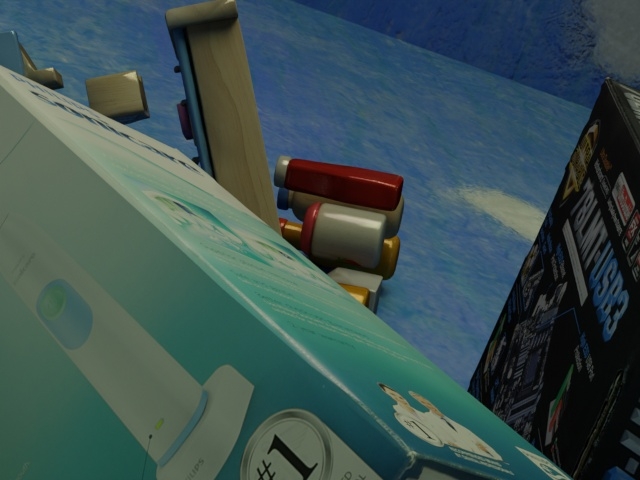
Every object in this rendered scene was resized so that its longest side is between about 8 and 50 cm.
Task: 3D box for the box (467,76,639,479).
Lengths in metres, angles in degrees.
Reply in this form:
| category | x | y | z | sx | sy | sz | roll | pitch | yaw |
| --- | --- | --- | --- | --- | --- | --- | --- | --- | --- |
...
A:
| category | x | y | z | sx | sy | sz | roll | pitch | yaw |
| --- | --- | --- | --- | --- | --- | --- | --- | --- | --- |
| box | 0.113 | 0.096 | 0.689 | 0.073 | 0.293 | 0.295 | 22 | 17 | -3 |

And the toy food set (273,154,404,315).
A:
| category | x | y | z | sx | sy | sz | roll | pitch | yaw |
| --- | --- | --- | --- | --- | --- | --- | --- | --- | --- |
| toy food set | 0.000 | 0.000 | 1.150 | 0.104 | 0.111 | 0.232 | 12 | 17 | 7 |

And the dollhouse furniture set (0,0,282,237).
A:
| category | x | y | z | sx | sy | sz | roll | pitch | yaw |
| --- | --- | --- | --- | --- | --- | --- | --- | --- | --- |
| dollhouse furniture set | -0.187 | -0.027 | 1.076 | 0.303 | 0.198 | 0.286 | -11 | -2 | -3 |

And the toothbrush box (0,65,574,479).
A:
| category | x | y | z | sx | sy | sz | roll | pitch | yaw |
| --- | --- | --- | --- | --- | --- | --- | --- | --- | --- |
| toothbrush box | -0.077 | 0.096 | 0.564 | 0.126 | 0.216 | 0.295 | 25 | 9 | -47 |
